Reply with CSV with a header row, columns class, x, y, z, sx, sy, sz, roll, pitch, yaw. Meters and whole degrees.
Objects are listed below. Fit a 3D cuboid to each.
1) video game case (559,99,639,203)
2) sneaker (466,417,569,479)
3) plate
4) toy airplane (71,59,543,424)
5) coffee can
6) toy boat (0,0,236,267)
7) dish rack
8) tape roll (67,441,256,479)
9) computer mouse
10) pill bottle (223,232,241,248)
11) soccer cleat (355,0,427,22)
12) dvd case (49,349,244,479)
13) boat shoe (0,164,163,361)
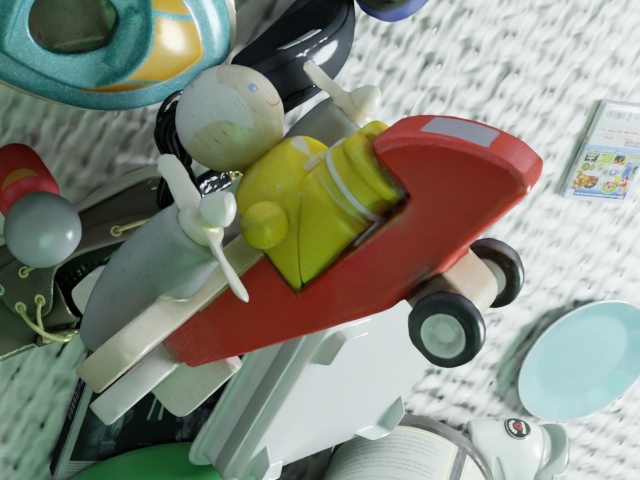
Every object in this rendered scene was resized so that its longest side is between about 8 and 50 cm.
class,x,y,z,sx,sy,sz,roll,pitch,yaw
video game case,0.324,-0.097,1.650,0.087,0.011,0.122,4,122,-28
sneaker,0.175,0.341,1.851,0.146,0.122,0.330,14,119,-13
plate,0.320,0.143,1.818,0.188,0.024,0.188,-13,129,-17
toy airplane,-0.055,-0.008,1.214,0.384,0.386,0.272,-27,102,-16
coffee can,0.072,0.351,1.645,0.202,0.275,0.201,8,120,13
toy boat,-0.208,-0.135,1.276,0.268,0.148,0.318,8,120,-30
dish rack,0.032,0.131,1.544,0.286,0.072,0.333,-14,146,-39
tape roll,-0.186,0.364,1.685,0.321,0.077,0.321,-14,135,-14
computer mouse,-0.048,-0.117,1.367,0.262,0.060,0.184,-42,159,-31
pill bottle,0.000,0.000,1.497,0.215,0.117,0.117,-40,131,7
soccer cleat,0.122,-0.326,1.348,0.289,0.093,0.121,-55,171,5
dvd case,-0.173,0.160,1.592,0.179,0.029,0.238,6,122,-29
boat shoe,-0.248,0.041,1.425,0.305,0.091,0.109,-32,131,-1
